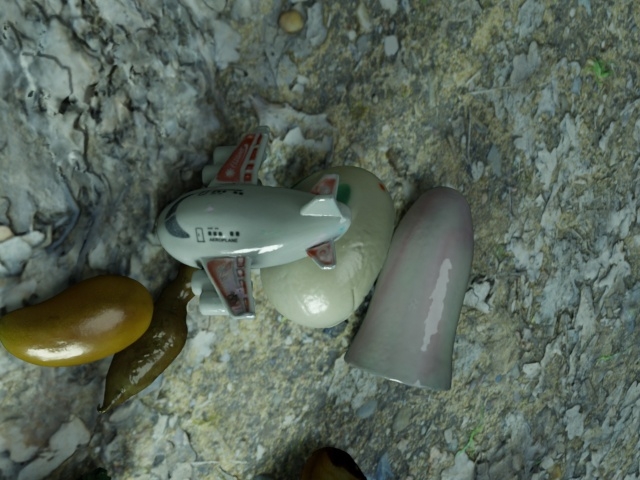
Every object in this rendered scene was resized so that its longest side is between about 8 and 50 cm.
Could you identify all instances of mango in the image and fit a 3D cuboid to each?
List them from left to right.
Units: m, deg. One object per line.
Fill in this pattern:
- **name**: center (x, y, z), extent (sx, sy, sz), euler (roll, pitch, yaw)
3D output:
- **mango**: center (-0.287, 0.100, 1.118), extent (0.184, 0.085, 0.102), euler (-18, 119, -28)

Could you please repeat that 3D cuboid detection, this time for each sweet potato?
- **sweet potato**: center (-0.202, 0.110, 1.209), extent (0.269, 0.074, 0.075), euler (-58, 135, -18)

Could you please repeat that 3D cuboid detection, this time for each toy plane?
- **toy plane**: center (-0.083, -0.021, 1.147), extent (0.252, 0.252, 0.118), euler (-55, 154, -8)

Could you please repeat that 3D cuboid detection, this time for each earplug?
- **earplug**: center (0.157, 0.063, 1.454), extent (0.172, 0.172, 0.301), euler (13, 92, -44)

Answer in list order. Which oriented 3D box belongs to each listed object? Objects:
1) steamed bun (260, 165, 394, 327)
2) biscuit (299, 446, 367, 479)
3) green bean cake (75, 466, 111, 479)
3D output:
- **steamed bun**: center (0.000, 0.000, 1.263), extent (0.130, 0.177, 0.228), euler (29, 91, -36)
- **biscuit**: center (0.039, 0.482, 1.469), extent (0.318, 0.040, 0.318), euler (52, 28, -42)
- **green bean cake**: center (-0.343, 0.395, 1.169), extent (0.208, 0.193, 0.107), euler (-29, 109, -1)
